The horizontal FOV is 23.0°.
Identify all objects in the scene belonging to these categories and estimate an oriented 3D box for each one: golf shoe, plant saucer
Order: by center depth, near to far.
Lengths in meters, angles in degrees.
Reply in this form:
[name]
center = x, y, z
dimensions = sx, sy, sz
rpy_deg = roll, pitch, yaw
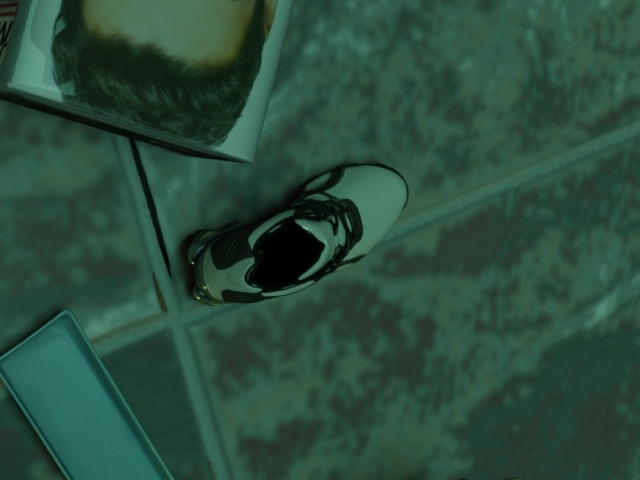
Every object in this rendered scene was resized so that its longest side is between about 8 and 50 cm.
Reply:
[plant saucer]
center = -0.160, 0.143, 1.124
dimensions = 0.067, 0.018, 0.192
rpy_deg = -38, 112, -23
[golf shoe]
center = 0.000, 0.000, 1.164
dimensions = 0.198, 0.094, 0.077
rpy_deg = -28, 107, -28

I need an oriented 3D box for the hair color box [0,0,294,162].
[hair color box]
center = -0.101, -0.257, 1.066
dimensions = 0.185, 0.113, 0.374
rpy_deg = 16, 87, -32

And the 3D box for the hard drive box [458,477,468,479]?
[hard drive box]
center = 0.094, 0.329, 1.193
dimensions = 0.181, 0.089, 0.232
rpy_deg = -26, 104, -16

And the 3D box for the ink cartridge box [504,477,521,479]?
[ink cartridge box]
center = 0.142, 0.310, 1.298
dimensions = 0.109, 0.062, 0.209
rpy_deg = -3, 96, -30
